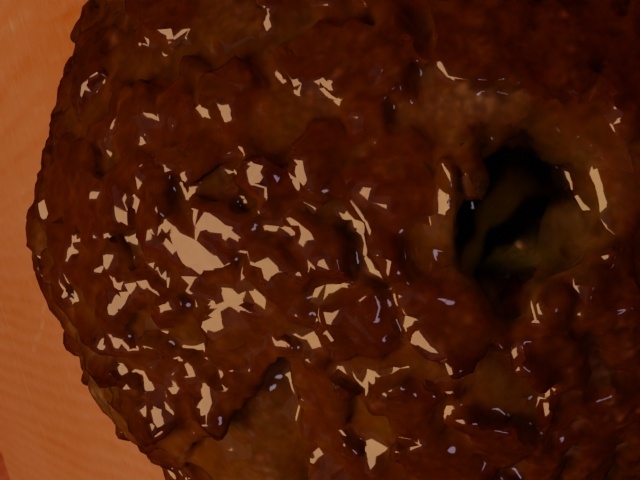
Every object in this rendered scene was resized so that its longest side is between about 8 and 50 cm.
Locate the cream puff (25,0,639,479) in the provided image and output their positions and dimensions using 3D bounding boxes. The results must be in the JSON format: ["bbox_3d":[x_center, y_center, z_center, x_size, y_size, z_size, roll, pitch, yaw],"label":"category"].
[{"bbox_3d":[0.000,0.000,0.494,0.303,0.212,0.303,49,153,36],"label":"cream puff"}]
